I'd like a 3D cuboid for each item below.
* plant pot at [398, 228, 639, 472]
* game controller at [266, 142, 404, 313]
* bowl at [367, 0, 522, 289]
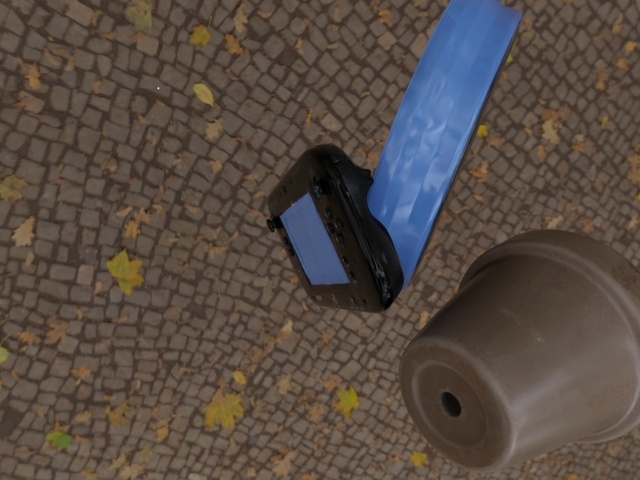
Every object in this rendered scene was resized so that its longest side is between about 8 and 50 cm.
[{"bbox_3d":[0.221,0.140,0.588,0.229,0.263,0.263,-18,112,-36],"label":"plant pot"},{"bbox_3d":[0.000,0.000,0.588,0.067,0.319,0.167,-16,89,-14],"label":"game controller"},{"bbox_3d":[0.151,-0.115,0.669,0.077,0.391,0.392,23,99,12],"label":"bowl"}]
